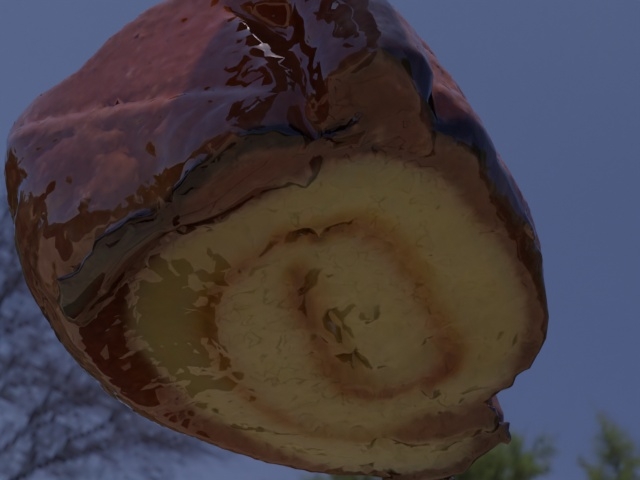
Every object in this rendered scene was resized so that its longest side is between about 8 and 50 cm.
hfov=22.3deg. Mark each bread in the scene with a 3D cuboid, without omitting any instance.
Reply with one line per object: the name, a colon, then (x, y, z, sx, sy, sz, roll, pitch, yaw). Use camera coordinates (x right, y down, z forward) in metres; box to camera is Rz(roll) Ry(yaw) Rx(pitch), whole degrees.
bread: (-0.011, 0.006, 0.647, 0.190, 0.123, 0.244, -25, -43, 11)
